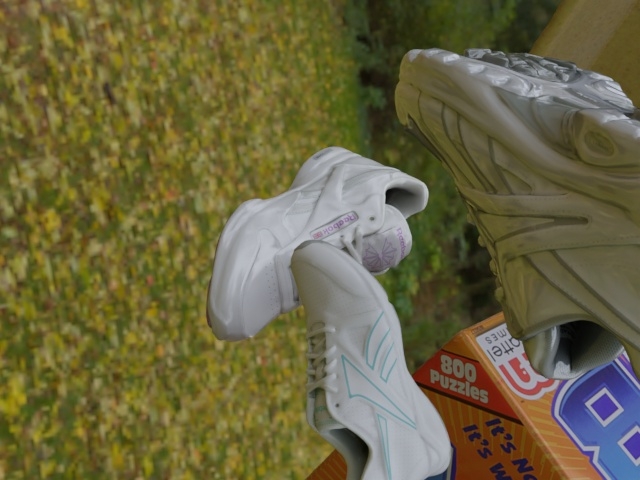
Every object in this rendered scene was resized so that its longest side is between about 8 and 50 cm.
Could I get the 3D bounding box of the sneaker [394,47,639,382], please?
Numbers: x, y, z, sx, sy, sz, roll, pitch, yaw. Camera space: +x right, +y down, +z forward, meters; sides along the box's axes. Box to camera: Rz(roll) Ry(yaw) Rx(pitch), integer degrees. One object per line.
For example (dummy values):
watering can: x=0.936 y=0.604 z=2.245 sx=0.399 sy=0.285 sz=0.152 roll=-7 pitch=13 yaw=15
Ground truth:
sneaker: x=0.087 y=-0.009 z=0.442 sx=0.232 sy=0.090 sz=0.115 roll=-137 pitch=-126 yaw=-61

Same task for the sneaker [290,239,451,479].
sneaker: x=0.017 y=0.072 z=0.627 sx=0.152 sy=0.061 sz=0.054 roll=65 pitch=-29 yaw=1

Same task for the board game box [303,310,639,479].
board game box: x=0.247 y=0.251 z=0.986 sx=0.356 sy=0.356 sz=0.356 roll=55 pitch=-41 yaw=17

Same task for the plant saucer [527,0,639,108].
plant saucer: x=0.324 y=-0.110 z=0.756 sx=0.081 sy=0.333 sz=0.332 roll=-56 pitch=177 yaw=-43

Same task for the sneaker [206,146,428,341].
sneaker: x=0.000 y=0.000 z=1.161 sx=0.305 sy=0.152 sz=0.114 roll=-46 pitch=141 yaw=-40
